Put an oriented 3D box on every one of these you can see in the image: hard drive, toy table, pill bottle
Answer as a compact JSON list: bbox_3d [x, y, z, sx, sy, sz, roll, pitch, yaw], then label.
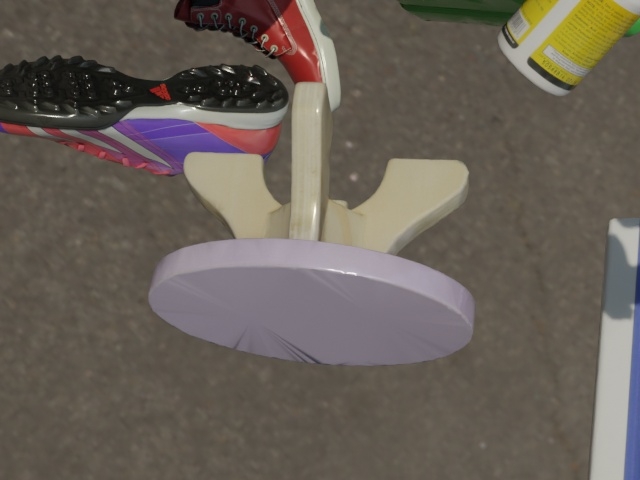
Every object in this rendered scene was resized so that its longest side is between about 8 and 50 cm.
[{"bbox_3d":[0.235,0.173,1.149,0.210,0.040,0.319,66,29,-49],"label":"hard drive"},{"bbox_3d":[0.000,0.000,1.324,0.274,0.161,0.252,9,150,0],"label":"toy table"},{"bbox_3d":[0.176,-0.157,1.014,0.065,0.065,0.116,13,127,-44],"label":"pill bottle"}]

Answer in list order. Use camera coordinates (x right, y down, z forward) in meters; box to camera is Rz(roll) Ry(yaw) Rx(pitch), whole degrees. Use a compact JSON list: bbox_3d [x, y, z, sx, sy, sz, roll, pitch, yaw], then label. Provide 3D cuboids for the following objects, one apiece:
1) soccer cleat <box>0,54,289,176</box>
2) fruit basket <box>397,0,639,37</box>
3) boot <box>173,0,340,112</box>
[{"bbox_3d":[-0.190,-0.112,1.534,0.318,0.109,0.116,-2,130,-21],"label":"soccer cleat"},{"bbox_3d":[0.243,-0.360,1.609,0.392,0.392,0.283,3,98,-41],"label":"fruit basket"},{"bbox_3d":[-0.085,-0.251,1.911,0.176,0.088,0.244,-21,89,-23],"label":"boot"}]
